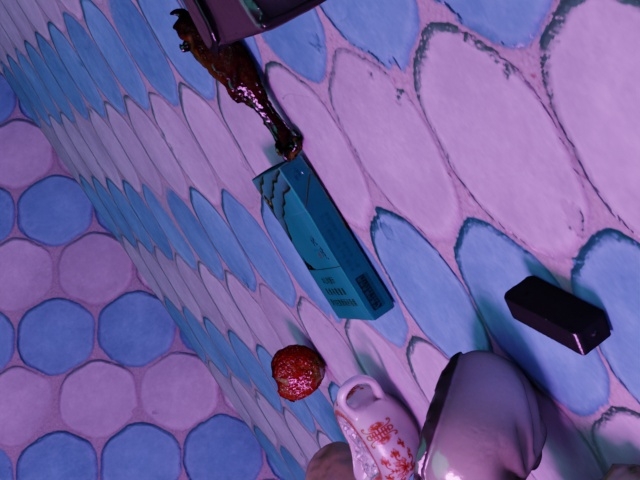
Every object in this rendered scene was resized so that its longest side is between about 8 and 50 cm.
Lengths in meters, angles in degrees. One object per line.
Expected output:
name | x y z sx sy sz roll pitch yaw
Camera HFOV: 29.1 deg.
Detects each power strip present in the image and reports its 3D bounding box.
power strip | 0.206 0.065 1.075 0.111 0.038 0.029 33 153 60

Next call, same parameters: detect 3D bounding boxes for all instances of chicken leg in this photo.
chicken leg | -0.106 -0.200 1.506 0.253 0.051 0.106 51 170 19

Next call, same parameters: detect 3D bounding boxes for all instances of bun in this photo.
bun | 0.172 0.202 1.274 0.119 0.173 0.173 15 152 12

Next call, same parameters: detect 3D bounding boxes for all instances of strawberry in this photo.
strawberry | -0.035 0.224 2.106 0.106 0.106 0.106 51 165 20

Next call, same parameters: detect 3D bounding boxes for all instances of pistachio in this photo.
pistachio | 0.075 0.495 2.120 0.299 0.187 0.187 51 165 38

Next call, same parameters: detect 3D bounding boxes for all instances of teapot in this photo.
teapot | 0.078 0.274 1.797 0.245 0.116 0.159 65 176 -38

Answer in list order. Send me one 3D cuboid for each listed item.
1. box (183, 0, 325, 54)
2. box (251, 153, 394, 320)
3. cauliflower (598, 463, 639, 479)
box | -0.043 -0.282 0.871 0.252 0.188 0.153 64 167 -16
box | 0.000 0.000 1.596 0.226 0.042 0.161 58 164 -7
cauliflower | 0.234 0.374 1.198 0.327 0.260 0.281 16 150 25
